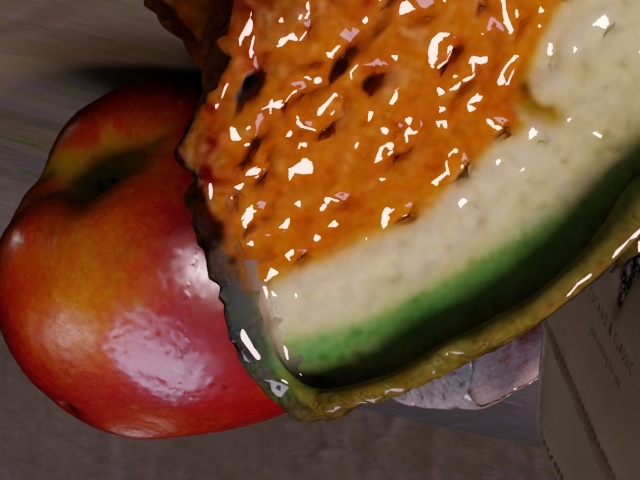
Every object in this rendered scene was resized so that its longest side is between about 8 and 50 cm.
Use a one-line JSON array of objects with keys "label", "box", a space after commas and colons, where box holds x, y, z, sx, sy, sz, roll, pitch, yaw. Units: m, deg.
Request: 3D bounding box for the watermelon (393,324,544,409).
[{"label": "watermelon", "box": [0.096, -0.010, 0.947, 0.262, 0.201, 0.213, 13, 177, -38]}]

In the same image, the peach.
[{"label": "peach", "box": [-0.078, 0.023, 1.153, 0.243, 0.243, 0.199, 17, -163, -33]}]

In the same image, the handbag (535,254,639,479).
[{"label": "handbag", "box": [0.174, 0.046, 0.674, 0.160, 0.236, 0.358, 1, -159, -5]}]

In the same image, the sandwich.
[{"label": "sandwich", "box": [0.049, -0.081, 0.593, 0.212, 0.292, 0.109, 23, -174, 9]}]
